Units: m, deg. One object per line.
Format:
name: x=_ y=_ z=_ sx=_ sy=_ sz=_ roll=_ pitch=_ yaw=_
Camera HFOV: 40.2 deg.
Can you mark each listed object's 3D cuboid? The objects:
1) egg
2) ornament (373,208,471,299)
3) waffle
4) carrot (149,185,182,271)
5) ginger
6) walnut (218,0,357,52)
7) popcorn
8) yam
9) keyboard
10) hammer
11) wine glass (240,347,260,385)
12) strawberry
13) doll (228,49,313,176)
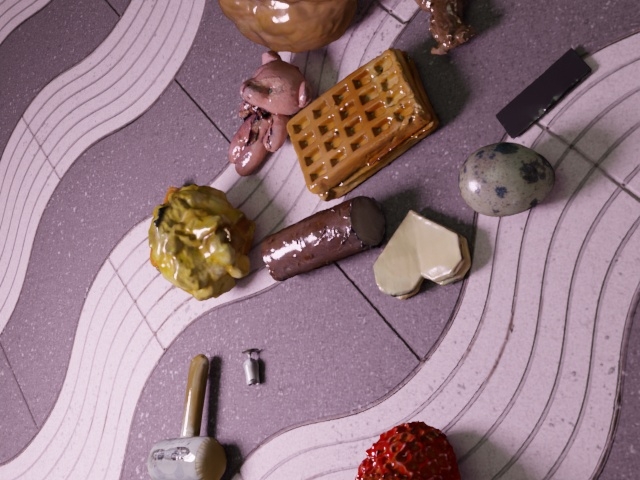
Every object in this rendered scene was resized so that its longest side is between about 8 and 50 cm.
egg: x=0.348 y=-0.115 z=1.639 sx=0.182 sy=0.141 sz=0.141 roll=-4 pitch=74 yaw=30
ornament: x=0.201 y=0.016 z=1.774 sx=0.201 sy=0.059 sz=0.180 roll=-22 pitch=61 yaw=30
waffle: x=0.089 y=-0.255 z=1.928 sx=0.328 sy=0.098 sz=0.224 roll=-34 pitch=59 yaw=28
carrot: x=-0.397 y=-0.028 z=2.279 sx=0.067 sy=0.067 sz=0.225 roll=2 pitch=75 yaw=40
ginger: x=0.256 y=-0.530 z=1.884 sx=0.122 sy=0.084 sz=0.290 roll=-33 pitch=56 yaw=35
walnut: x=-0.070 y=-0.615 z=2.039 sx=0.384 sy=0.384 sz=0.383 roll=-14 pitch=67 yaw=36
popcorn: x=-0.279 y=0.002 z=2.079 sx=0.252 sy=0.215 sz=0.286 roll=-8 pitch=69 yaw=4
yam: x=0.000 y=-0.002 z=1.897 sx=0.280 sy=0.131 sz=0.131 roll=-22 pitch=63 yaw=32
keyboard: x=0.433 y=-0.284 z=1.704 sx=0.196 sy=0.015 sz=0.074 roll=-43 pitch=49 yaw=21
hammer: x=-0.300 y=0.414 z=2.034 sx=0.202 sy=0.113 sz=0.305 roll=-11 pitch=64 yaw=34
wine glass: x=-0.155 y=0.289 z=1.994 sx=0.039 sy=0.042 sz=0.083 roll=119 pitch=143 yaw=-62
strawberry: x=0.178 y=0.428 z=1.606 sx=0.234 sy=0.234 sz=0.178 roll=-16 pitch=38 yaw=36
doll: x=-0.156 y=-0.303 z=2.113 sx=0.201 sy=0.156 sz=0.303 roll=47 pitch=111 yaw=38
